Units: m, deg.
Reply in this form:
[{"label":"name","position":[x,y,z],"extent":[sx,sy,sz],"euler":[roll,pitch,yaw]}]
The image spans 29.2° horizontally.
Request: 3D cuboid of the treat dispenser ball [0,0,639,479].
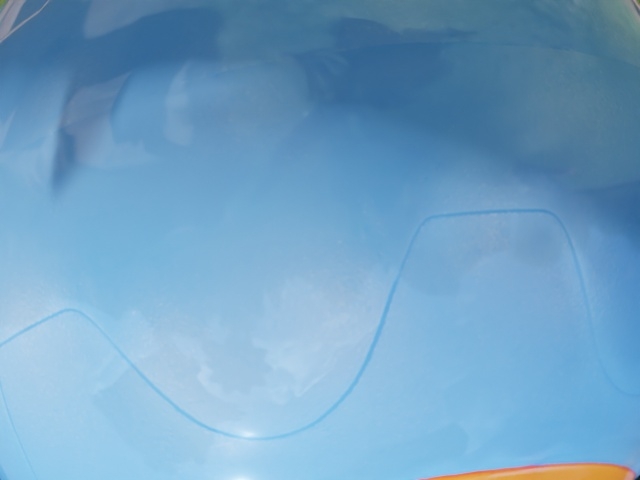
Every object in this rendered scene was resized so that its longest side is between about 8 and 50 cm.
[{"label":"treat dispenser ball","position":[0.000,0.000,0.466],"extent":[0.288,0.288,0.288],"euler":[-9,-178,0]}]
